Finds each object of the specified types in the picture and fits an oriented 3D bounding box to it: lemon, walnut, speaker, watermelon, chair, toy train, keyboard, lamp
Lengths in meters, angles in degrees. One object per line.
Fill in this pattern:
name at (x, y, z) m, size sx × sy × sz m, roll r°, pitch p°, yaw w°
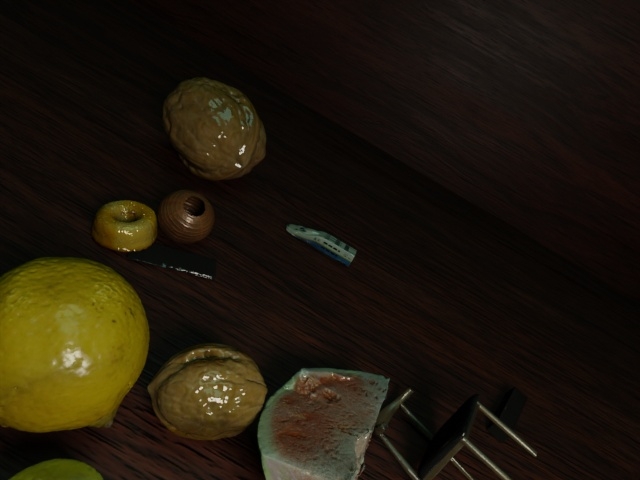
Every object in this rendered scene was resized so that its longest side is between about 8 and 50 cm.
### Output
lemon at (-0.372, 0.139, 0.577) m, size 0.229 × 0.228 × 0.253 m, roll 2°, pitch 34°, yaw -39°
walnut at (-0.325, -0.341, 1.268) m, size 0.306 × 0.306 × 0.344 m, roll -10°, pitch 56°, yaw -48°
speaker at (0.487, 0.448, 1.041) m, size 0.046 × 0.040 × 0.191 m, roll 47°, pitch 34°, yaw 21°
watermelon at (0.023, 0.329, 0.676) m, size 0.223 × 0.180 × 0.305 m, roll 62°, pitch 25°, yaw 0°
chair at (0.252, 0.394, 0.781) m, size 0.272 × 0.166 × 0.188 m, roll 39°, pitch 21°, yaw 20°
toy train at (0.000, 0.000, 1.268) m, size 0.234 × 0.051 × 0.052 m, roll 31°, pitch 27°, yaw 0°
walnut at (-0.185, 0.246, 0.656) m, size 0.184 × 0.155 × 0.155 m, roll 18°, pitch 33°, yaw -22°
keyboard at (-0.343, 0.046, 0.944) m, size 0.197 × 0.015 × 0.074 m, roll 17°, pitch 29°, yaw -22°
lamp at (-0.331, -0.058, 0.992) m, size 0.136 × 0.136 × 0.136 m, roll 22°, pitch 32°, yaw -14°

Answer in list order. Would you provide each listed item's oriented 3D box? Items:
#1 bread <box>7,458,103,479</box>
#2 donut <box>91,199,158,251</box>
bread at (-0.318, 0.327, 0.450) m, size 0.111 × 0.114 × 0.129 m, roll 20°, pitch 33°, yaw -16°
donut at (-0.447, -0.039, 0.925) m, size 0.152 × 0.058 × 0.152 m, roll 15°, pitch 30°, yaw -9°
